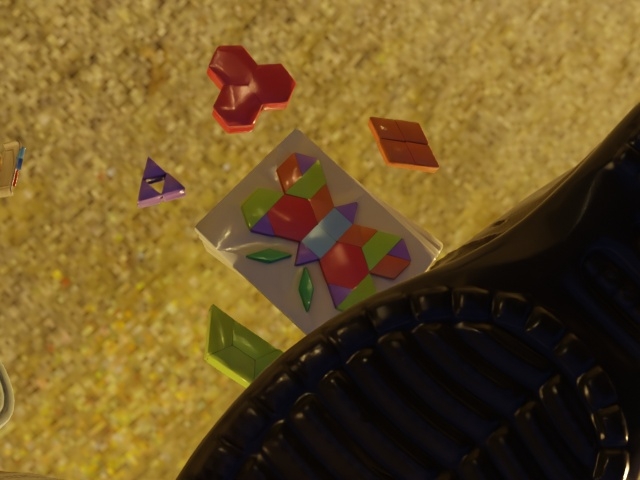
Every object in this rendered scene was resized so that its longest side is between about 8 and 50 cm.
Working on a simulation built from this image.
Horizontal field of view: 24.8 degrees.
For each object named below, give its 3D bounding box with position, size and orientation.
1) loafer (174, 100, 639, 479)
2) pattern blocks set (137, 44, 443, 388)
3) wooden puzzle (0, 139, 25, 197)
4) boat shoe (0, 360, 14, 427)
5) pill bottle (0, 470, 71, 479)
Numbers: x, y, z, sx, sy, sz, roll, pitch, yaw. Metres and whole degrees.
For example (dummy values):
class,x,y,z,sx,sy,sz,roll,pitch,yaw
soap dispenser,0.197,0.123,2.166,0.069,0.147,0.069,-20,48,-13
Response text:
class,x,y,z,sx,sy,sz,roll,pitch,yaw
loafer,0.083,0.066,0.626,0.366,0.134,0.130,-34,171,-22
pattern blocks set,0.000,0.000,1.239,0.285,0.325,0.026,-62,-178,-22
wooden puzzle,-0.409,-0.094,1.914,0.014,0.116,0.078,10,91,-27
boat shoe,-0.378,0.065,1.314,0.114,0.302,0.091,2,143,-45
pill bottle,-0.069,0.137,0.426,0.131,0.229,0.131,3,85,-37
